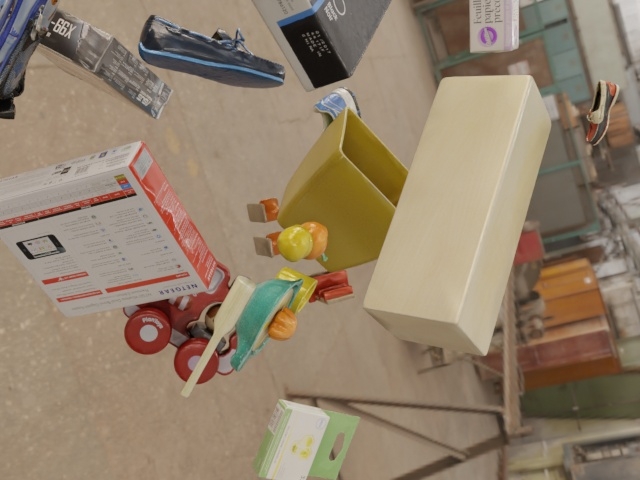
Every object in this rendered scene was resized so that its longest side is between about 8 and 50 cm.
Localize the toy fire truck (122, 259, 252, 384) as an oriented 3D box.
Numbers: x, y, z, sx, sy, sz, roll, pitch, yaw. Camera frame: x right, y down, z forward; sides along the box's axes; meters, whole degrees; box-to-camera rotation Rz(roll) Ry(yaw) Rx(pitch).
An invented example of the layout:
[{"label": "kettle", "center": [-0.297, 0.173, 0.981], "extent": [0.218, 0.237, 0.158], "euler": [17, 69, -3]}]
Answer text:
[{"label": "toy fire truck", "center": [-0.283, 0.158, 1.663], "extent": [0.302, 0.254, 0.169], "euler": [34, 5, -11]}]

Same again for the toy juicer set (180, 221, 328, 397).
[{"label": "toy juicer set", "center": [-0.063, 0.086, 1.081], "extent": [0.089, 0.209, 0.329], "euler": [32, 34, 9]}]

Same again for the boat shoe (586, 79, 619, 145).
[{"label": "boat shoe", "center": [0.594, -0.273, 1.577], "extent": [0.049, 0.043, 0.137], "euler": [-128, -128, -70]}]

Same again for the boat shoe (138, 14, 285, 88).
[{"label": "boat shoe", "center": [-0.178, -0.330, 1.273], "extent": [0.258, 0.109, 0.089], "euler": [11, 79, -27]}]

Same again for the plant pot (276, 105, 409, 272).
[{"label": "plant pot", "center": [0.044, -0.071, 1.308], "extent": [0.212, 0.187, 0.212], "euler": [43, 25, -18]}]

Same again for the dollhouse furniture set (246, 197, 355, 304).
[{"label": "dollhouse furniture set", "center": [0.000, 0.000, 1.623], "extent": [0.135, 0.262, 0.259], "euler": [9, -69, 66]}]

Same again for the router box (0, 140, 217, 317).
[{"label": "router box", "center": [-0.411, -0.008, 1.378], "extent": [0.082, 0.335, 0.301], "euler": [-78, 151, -48]}]

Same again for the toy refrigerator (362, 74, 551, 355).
[{"label": "toy refrigerator", "center": [0.145, -0.029, 0.746], "extent": [0.094, 0.102, 0.269], "euler": [45, 59, -49]}]

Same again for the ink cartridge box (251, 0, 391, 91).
[{"label": "ink cartridge box", "center": [0.020, -0.324, 0.809], "extent": [0.165, 0.065, 0.333], "euler": [55, 39, -31]}]

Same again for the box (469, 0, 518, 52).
[{"label": "box", "center": [0.245, -0.432, 1.040], "extent": [0.067, 0.063, 0.324], "euler": [-33, 122, -61]}]

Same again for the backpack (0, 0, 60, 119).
[{"label": "backpack", "center": [-0.423, -0.314, 0.838], "extent": [0.276, 0.263, 0.213], "euler": [30, -3, -22]}]

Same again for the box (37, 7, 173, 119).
[{"label": "box", "center": [-0.443, -0.350, 1.398], "extent": [0.076, 0.242, 0.307], "euler": [-61, 171, -1]}]

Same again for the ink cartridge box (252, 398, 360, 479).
[{"label": "ink cartridge box", "center": [-0.020, 0.469, 1.685], "extent": [0.235, 0.056, 0.171], "euler": [20, 93, -28]}]

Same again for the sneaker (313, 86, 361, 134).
[{"label": "sneaker", "center": [0.048, -0.196, 1.481], "extent": [0.080, 0.081, 0.211], "euler": [0, -66, 63]}]
